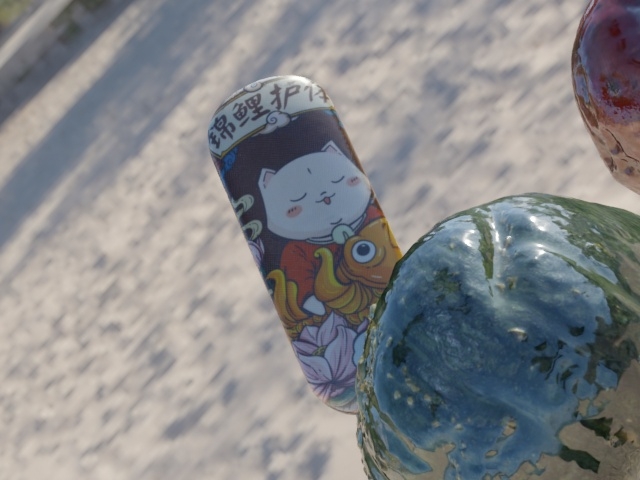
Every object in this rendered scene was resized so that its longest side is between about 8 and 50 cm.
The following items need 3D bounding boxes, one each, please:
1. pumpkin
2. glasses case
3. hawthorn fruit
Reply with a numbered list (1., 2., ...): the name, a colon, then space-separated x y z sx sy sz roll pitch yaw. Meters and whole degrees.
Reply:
1. pumpkin: 0.164 0.116 1.241 0.328 0.257 0.291 -12 -46 -51
2. glasses case: 0.000 0.000 1.465 0.122 0.321 0.082 -24 -19 1
3. hawthorn fruit: 0.354 -0.155 1.559 0.258 0.258 0.262 -39 -12 28
